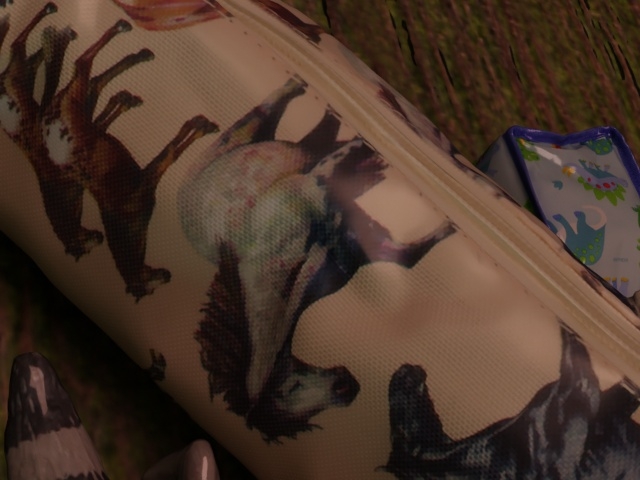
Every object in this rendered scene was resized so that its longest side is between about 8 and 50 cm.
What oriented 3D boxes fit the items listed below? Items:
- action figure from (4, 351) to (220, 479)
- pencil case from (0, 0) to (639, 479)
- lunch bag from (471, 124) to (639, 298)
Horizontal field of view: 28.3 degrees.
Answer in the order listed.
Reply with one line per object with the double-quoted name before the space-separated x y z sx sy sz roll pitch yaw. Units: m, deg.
"action figure" -0.082 0.212 0.371 0.341 0.178 0.330 1 43 -45
"pencil case" 0.000 0.000 0.525 0.410 0.183 0.160 43 31 10
"lunch bag" 0.113 0.037 0.635 0.096 0.129 0.151 -2 63 -31
